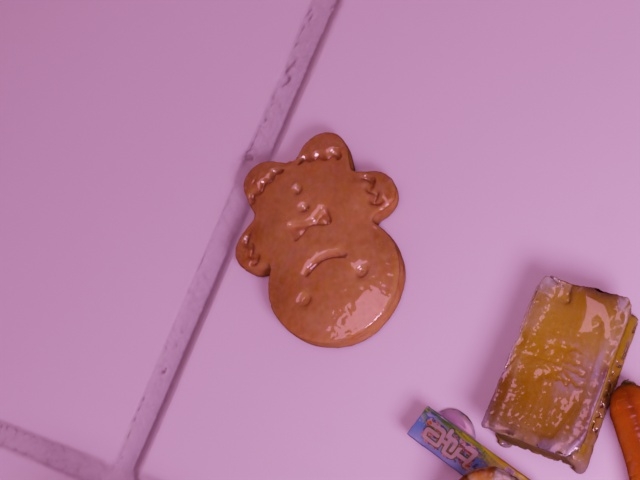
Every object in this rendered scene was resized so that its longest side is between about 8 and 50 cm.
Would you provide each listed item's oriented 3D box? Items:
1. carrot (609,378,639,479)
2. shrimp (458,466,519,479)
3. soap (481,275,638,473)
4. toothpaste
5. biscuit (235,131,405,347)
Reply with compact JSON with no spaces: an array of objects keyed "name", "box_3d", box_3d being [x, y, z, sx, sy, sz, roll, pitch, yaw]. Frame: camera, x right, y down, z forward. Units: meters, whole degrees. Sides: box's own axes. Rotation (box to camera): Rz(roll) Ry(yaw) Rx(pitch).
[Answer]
[{"name":"carrot","box_3d":[0.405,0.300,1.411,0.066,0.062,0.271,-11,63,13]},{"name":"shrimp","box_3d":[0.208,0.398,1.437,0.150,0.051,0.217,24,97,27]},{"name":"soap","box_3d":[0.319,0.173,1.501,0.135,0.076,0.233,16,75,30]},{"name":"toothpaste","box_3d":[0.212,0.287,1.510,0.193,0.044,0.070,34,84,32]},{"name":"biscuit","box_3d":[-0.001,-0.001,1.737,0.275,0.052,0.355,-23,58,12]}]
